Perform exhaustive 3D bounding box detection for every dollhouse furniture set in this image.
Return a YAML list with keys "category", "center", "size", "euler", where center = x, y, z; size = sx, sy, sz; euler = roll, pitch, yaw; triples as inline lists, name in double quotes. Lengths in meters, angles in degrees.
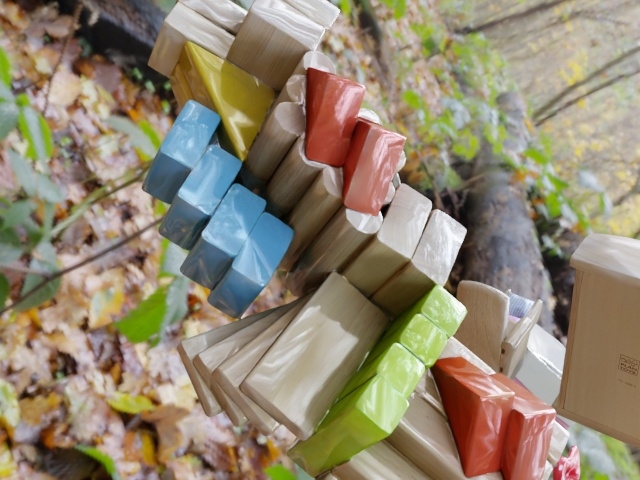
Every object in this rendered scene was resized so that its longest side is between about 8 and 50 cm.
- category: "dollhouse furniture set"
  center: [0.328, 0.025, 0.890]
  size: [0.303, 0.286, 0.198]
  euler: [-41, 139, -40]

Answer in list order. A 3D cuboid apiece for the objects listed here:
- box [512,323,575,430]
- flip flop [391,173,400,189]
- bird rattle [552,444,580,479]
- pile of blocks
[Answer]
- category: "box"
  center: [0.220, 0.218, 1.133]
  size: [0.127, 0.232, 0.148]
  euler: [38, 17, -15]
- category: "flip flop"
  center: [0.069, -0.086, 1.305]
  size: [0.277, 0.080, 0.112]
  euler: [-112, 179, -66]
- category: "bird rattle"
  center: [0.338, 0.448, 1.354]
  size: [0.143, 0.207, 0.253]
  euler: [57, -34, 18]
- category: "pile of blocks"
  center: [0.000, 0.000, 0.430]
  size: [0.149, 0.112, 0.362]
  euler: [-20, 73, -34]
